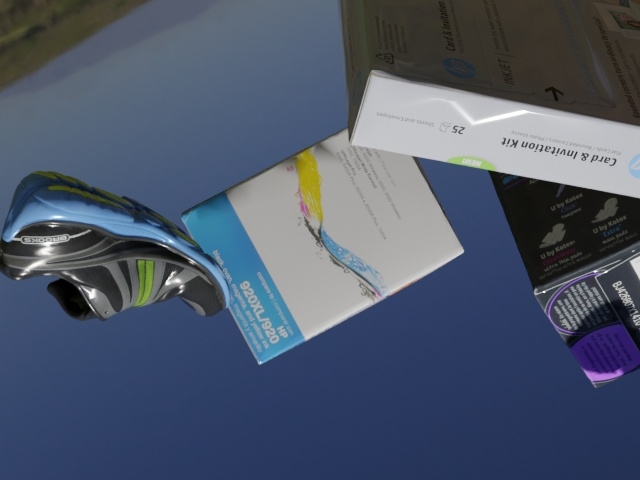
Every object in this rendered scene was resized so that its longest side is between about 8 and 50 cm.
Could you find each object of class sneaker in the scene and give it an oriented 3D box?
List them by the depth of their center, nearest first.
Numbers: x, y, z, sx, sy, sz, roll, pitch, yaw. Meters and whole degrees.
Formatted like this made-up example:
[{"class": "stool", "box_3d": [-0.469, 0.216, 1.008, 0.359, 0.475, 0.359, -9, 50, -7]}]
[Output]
[{"class": "sneaker", "box_3d": [-0.129, 0.015, 0.715, 0.067, 0.188, 0.078, 36, -83, 36]}]

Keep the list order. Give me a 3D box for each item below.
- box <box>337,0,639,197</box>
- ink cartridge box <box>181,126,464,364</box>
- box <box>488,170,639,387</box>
[{"class": "box", "box_3d": [0.102, -0.078, 0.485, 0.186, 0.038, 0.145, 10, -142, -10]}, {"class": "ink cartridge box", "box_3d": [0.000, 0.000, 1.167, 0.232, 0.168, 0.171, -28, 177, -5]}, {"class": "box", "box_3d": [0.234, -0.041, 0.970, 0.143, 0.165, 0.270, -26, -135, 14]}]
